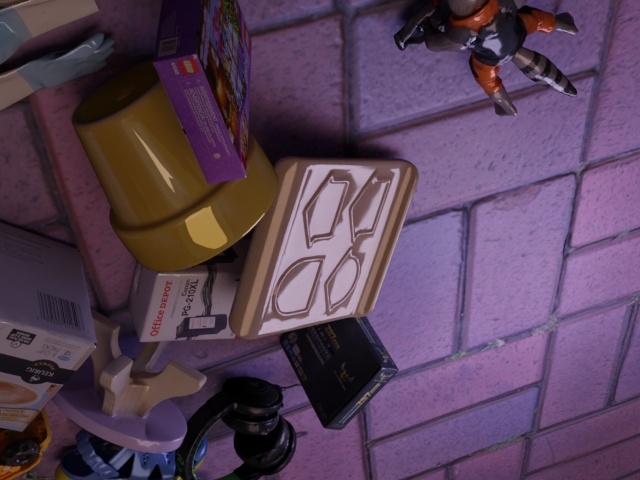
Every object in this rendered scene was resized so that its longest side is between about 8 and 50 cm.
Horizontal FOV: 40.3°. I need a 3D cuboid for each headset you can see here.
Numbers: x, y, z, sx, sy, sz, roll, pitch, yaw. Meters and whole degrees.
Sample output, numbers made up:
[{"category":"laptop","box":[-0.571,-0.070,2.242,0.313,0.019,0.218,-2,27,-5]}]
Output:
[{"category":"headset","box":[-0.112,0.394,1.829,0.394,0.185,0.243,-35,132,-25]}]

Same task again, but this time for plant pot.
[{"category":"plant pot","box":[-0.225,-0.124,1.272,0.254,0.254,0.239,-29,121,2]}]

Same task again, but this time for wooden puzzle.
[{"category":"wooden puzzle","box":[0.000,0.000,1.523,0.348,0.080,0.322,-3,116,-48]}]

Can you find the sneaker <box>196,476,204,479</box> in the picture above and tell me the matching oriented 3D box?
[{"category":"sneaker","box":[-0.369,0.600,1.970,0.275,0.110,0.107,2,129,-29]}]

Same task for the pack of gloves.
[{"category":"pack of gloves","box":[-0.388,-0.237,1.157,0.232,0.046,0.195,-25,160,-3]}]

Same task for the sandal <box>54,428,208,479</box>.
[{"category":"sandal","box":[-0.384,0.437,1.802,0.317,0.126,0.138,-6,129,-23]}]

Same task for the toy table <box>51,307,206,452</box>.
[{"category":"toy table","box":[-0.347,0.246,1.566,0.274,0.252,0.161,24,111,-3]}]

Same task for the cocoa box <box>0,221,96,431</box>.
[{"category":"cocoa box","box":[-0.557,0.108,1.314,0.347,0.231,0.228,24,118,-40]}]

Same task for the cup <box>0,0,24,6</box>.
[{"category":"cup","box":[-0.369,-0.384,0.937,0.331,0.237,0.331,-14,136,-14]}]

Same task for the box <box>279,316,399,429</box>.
[{"category":"box","box":[0.031,0.226,1.722,0.059,0.232,0.183,18,121,-45]}]

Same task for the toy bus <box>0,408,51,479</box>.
[{"category":"toy bus","box":[-0.598,0.391,1.643,0.220,0.149,0.211,-24,150,-7]}]

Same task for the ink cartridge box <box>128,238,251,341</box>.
[{"category":"ink cartridge box","box":[-0.209,0.089,1.567,0.237,0.100,0.172,0,130,-27]}]

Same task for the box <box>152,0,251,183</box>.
[{"category":"box","box":[-0.145,-0.247,1.139,0.057,0.293,0.201,-9,138,8]}]

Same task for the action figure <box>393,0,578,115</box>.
[{"category":"action figure","box":[0.307,-0.359,1.351,0.341,0.178,0.330,-44,144,20]}]
